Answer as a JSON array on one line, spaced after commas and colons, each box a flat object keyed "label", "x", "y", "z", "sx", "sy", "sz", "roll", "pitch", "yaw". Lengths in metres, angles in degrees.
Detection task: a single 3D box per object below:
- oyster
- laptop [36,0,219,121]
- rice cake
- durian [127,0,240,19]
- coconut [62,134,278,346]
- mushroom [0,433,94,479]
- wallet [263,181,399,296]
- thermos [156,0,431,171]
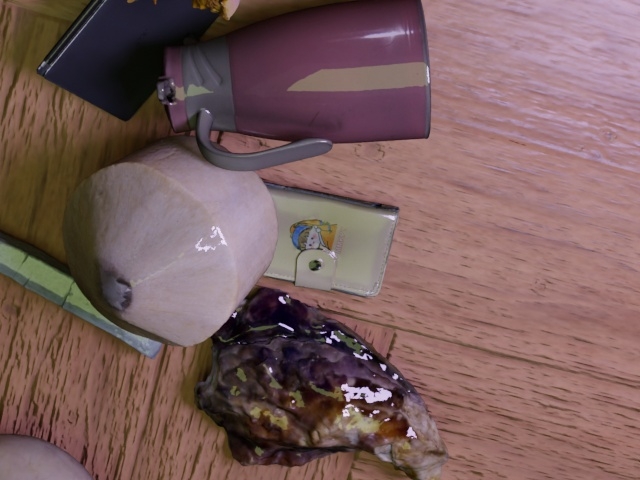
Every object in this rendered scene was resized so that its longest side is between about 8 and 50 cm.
[{"label": "oyster", "x": -0.010, "y": 0.184, "z": 1.392, "sx": 0.271, "sy": 0.100, "sz": 0.275, "roll": -11, "pitch": 115, "yaw": 19}, {"label": "laptop", "x": -0.188, "y": -0.212, "z": 1.258, "sx": 0.180, "sy": 0.016, "sz": 0.129, "roll": -46, "pitch": 139, "yaw": 14}, {"label": "rice cake", "x": -0.280, "y": 0.056, "z": 1.369, "sx": 0.245, "sy": 0.042, "sz": 0.045, "roll": 31, "pitch": 94, "yaw": -10}, {"label": "durian", "x": -0.171, "y": -0.352, "z": 1.158, "sx": 0.196, "sy": 0.185, "sz": 0.305, "roll": 0, "pitch": 88, "yaw": 29}, {"label": "coconut", "x": -0.156, "y": 0.004, "z": 1.247, "sx": 0.202, "sy": 0.222, "sz": 0.202, "roll": 9, "pitch": 115, "yaw": 21}, {"label": "mushroom", "x": -0.364, "y": 0.344, "z": 1.390, "sx": 0.246, "sy": 0.202, "sz": 0.246, "roll": 3, "pitch": 116, "yaw": 7}, {"label": "wallet", "x": 0.000, "y": 0.000, "z": 1.356, "sx": 0.155, "sy": 0.039, "sz": 0.110, "roll": 11, "pitch": 106, "yaw": -5}, {"label": "thermos", "x": -0.026, "y": -0.152, "z": 1.231, "sx": 0.265, "sy": 0.176, "sz": 0.146, "roll": -6, "pitch": 145, "yaw": -1}]
